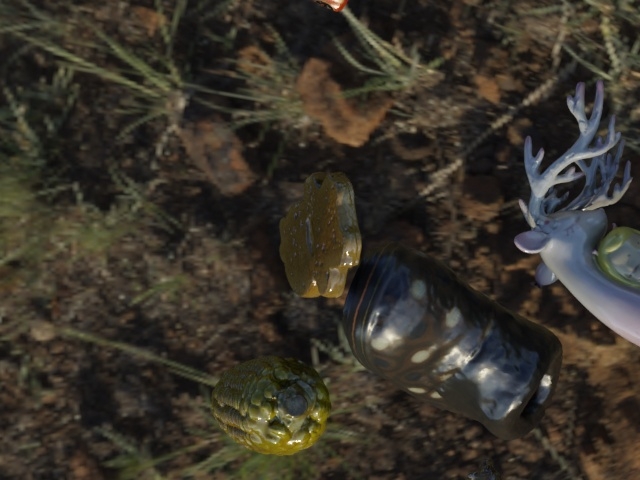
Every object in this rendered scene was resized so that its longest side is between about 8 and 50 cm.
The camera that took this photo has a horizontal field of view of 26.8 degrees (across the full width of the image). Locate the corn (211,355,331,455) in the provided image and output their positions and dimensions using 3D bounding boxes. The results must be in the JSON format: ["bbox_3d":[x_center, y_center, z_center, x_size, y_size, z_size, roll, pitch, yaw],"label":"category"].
[{"bbox_3d":[-0.070,0.204,1.663,0.120,0.363,0.120,2,82,-12],"label":"corn"}]

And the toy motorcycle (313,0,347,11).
[{"bbox_3d":[0.053,-0.374,1.665,0.089,0.298,0.171,146,110,-68],"label":"toy motorcycle"}]

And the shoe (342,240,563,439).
[{"bbox_3d":[0.192,0.146,1.819,0.237,0.384,0.171,18,72,32],"label":"shoe"}]

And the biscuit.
[{"bbox_3d":[0.000,0.000,1.723,0.225,0.036,0.166,136,127,-61],"label":"biscuit"}]

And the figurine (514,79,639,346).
[{"bbox_3d":[0.398,-0.021,1.820,0.316,0.206,0.284,29,79,11],"label":"figurine"}]

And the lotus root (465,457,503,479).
[{"bbox_3d":[0.129,0.236,1.021,0.062,0.073,0.150,-5,68,3],"label":"lotus root"}]
